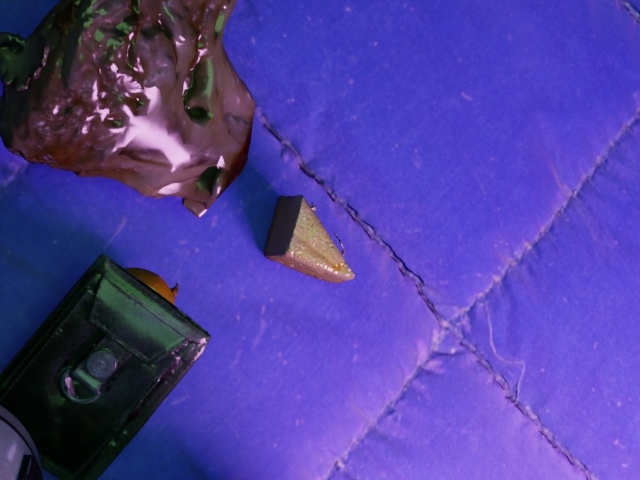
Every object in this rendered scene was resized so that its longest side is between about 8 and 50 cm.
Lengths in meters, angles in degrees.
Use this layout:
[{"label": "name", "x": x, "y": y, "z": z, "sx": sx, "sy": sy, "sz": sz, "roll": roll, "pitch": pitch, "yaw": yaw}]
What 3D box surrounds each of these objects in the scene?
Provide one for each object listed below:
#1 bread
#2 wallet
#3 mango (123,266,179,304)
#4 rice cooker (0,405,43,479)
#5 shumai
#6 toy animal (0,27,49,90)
[{"label": "bread", "x": 0.000, "y": 0.000, "z": 1.709, "sx": 0.109, "sy": 0.084, "sz": 0.080, "roll": 21, "pitch": 80, "yaw": -18}, {"label": "wallet", "x": -0.249, "y": 0.150, "z": 1.577, "sx": 0.160, "sy": 0.055, "sz": 0.236, "roll": 38, "pitch": 96, "yaw": -14}, {"label": "mango", "x": -0.240, "y": 0.095, "z": 1.620, "sx": 0.187, "sy": 0.066, "sz": 0.101, "roll": -35, "pitch": 109, "yaw": -12}, {"label": "rice cooker", "x": -0.390, "y": 0.274, "z": 1.452, "sx": 0.226, "sy": 0.244, "sz": 0.226, "roll": -2, "pitch": 109, "yaw": -6}, {"label": "shumai", "x": -0.172, "y": -0.173, "z": 1.585, "sx": 0.283, "sy": 0.217, "sz": 0.346, "roll": 45, "pitch": 69, "yaw": -12}, {"label": "toy animal", "x": -0.363, "y": -0.237, "z": 1.464, "sx": 0.094, "sy": 0.186, "sz": 0.214, "roll": -33, "pitch": 97, "yaw": -17}]
